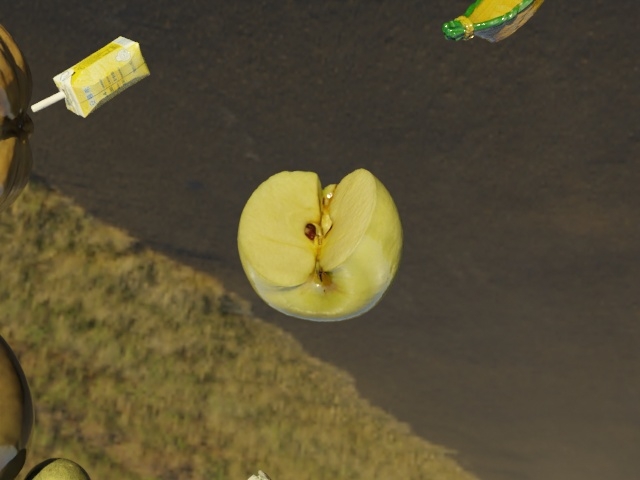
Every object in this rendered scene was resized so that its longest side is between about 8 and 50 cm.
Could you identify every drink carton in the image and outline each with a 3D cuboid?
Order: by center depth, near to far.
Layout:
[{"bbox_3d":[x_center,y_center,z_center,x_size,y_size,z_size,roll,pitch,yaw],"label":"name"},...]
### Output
[{"bbox_3d":[-0.388,-0.264,1.774,0.074,0.200,0.084,28,147,39],"label":"drink carton"}]

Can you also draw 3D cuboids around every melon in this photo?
[{"bbox_3d":[-0.343,0.336,1.367,0.098,0.098,0.131,9,-162,-8],"label":"melon"}]

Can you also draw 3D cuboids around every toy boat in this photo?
[{"bbox_3d":[0.276,-0.369,1.579,0.089,0.229,0.088,32,169,48],"label":"toy boat"}]

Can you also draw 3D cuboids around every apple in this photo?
[{"bbox_3d":[0.011,0.014,1.909,0.295,0.258,0.233,-10,130,13],"label":"apple"}]

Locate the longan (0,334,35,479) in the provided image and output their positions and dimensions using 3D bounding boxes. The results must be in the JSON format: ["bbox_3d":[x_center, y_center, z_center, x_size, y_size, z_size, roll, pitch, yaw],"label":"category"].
[{"bbox_3d":[-0.490,0.200,1.314,0.300,0.243,0.300,29,164,9],"label":"longan"}]

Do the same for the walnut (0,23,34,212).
[{"bbox_3d":[-0.524,-0.148,1.278,0.344,0.306,0.306,3,157,9],"label":"walnut"}]

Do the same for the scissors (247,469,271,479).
[{"bbox_3d":[-0.039,0.345,1.313,0.118,0.030,0.242,59,166,-21],"label":"scissors"}]
